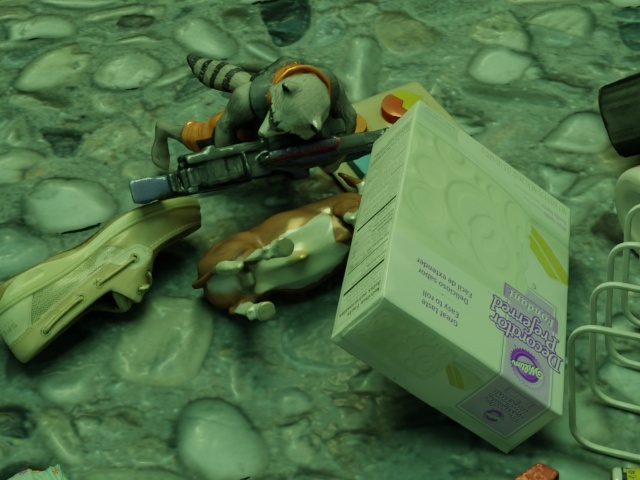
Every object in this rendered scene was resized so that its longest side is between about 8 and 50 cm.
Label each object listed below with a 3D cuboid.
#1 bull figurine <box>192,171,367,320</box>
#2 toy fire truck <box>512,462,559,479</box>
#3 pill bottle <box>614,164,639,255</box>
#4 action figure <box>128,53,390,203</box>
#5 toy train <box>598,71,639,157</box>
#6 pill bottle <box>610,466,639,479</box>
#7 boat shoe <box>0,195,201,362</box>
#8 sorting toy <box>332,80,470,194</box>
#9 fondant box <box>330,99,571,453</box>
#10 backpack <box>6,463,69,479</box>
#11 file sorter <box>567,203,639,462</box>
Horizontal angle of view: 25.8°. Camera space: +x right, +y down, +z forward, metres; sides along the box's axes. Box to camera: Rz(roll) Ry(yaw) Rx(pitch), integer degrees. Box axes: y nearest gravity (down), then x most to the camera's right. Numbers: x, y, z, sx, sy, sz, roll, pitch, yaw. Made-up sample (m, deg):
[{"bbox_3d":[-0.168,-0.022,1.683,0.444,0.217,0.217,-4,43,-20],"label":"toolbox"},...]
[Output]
[{"bbox_3d":[0.000,0.000,1.647,0.310,0.101,0.188,-28,12,-14],"label":"bull figurine"},{"bbox_3d":[0.202,0.310,1.326,0.135,0.047,0.192,27,51,33],"label":"toy fire truck"},{"bbox_3d":[0.473,-0.059,1.666,0.221,0.121,0.121,-19,43,-15],"label":"pill bottle"},{"bbox_3d":[-0.106,-0.152,1.725,0.341,0.178,0.330,-15,8,-29],"label":"action figure"},{"bbox_3d":[0.504,-0.190,1.718,0.190,0.142,0.334,-24,7,-36],"label":"toy train"},{"bbox_3d":[0.341,0.255,1.361,0.116,0.065,0.065,2,41,8],"label":"pill bottle"},{"bbox_3d":[-0.252,0.044,1.658,0.302,0.109,0.098,-31,83,-35],"label":"boat shoe"},{"bbox_3d":[0.092,-0.138,1.863,0.193,0.038,0.208,-22,43,-18],"label":"sorting toy"},{"bbox_3d":[0.153,0.032,1.519,0.238,0.096,0.330,34,40,-18],"label":"fondant box"},{"bbox_3d":[-0.266,0.299,1.336,0.115,0.152,0.182,-16,29,-20],"label":"backpack"},{"bbox_3d":[0.383,0.081,1.464,0.173,0.193,0.277,12,44,24],"label":"file sorter"}]
